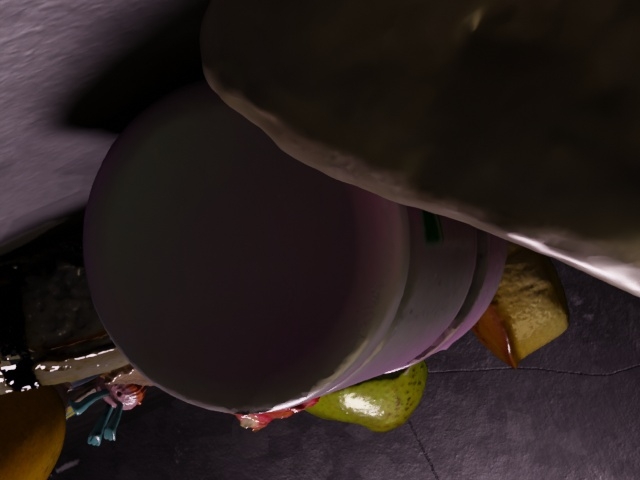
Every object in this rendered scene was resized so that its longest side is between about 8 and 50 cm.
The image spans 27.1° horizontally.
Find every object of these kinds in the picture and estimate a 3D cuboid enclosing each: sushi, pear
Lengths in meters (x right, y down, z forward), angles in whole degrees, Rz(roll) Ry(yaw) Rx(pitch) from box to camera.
[{"bbox_3d":[-0.244,0.076,1.065,0.273,0.109,0.134,-21,171,-25],"label":"sushi"},{"bbox_3d":[0.043,0.191,2.171,0.286,0.282,0.176,-25,-179,-5],"label":"pear"}]

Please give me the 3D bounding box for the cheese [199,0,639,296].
[{"bbox_3d":[0.073,-0.121,0.626,0.248,0.251,0.173,10,-167,9],"label":"cheese"}]

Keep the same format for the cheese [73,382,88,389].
[{"bbox_3d":[-0.391,0.220,1.898,0.086,0.036,0.162,-32,170,30],"label":"cheese"}]

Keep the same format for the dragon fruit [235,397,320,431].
[{"bbox_3d":[-0.054,0.143,1.856,0.268,0.210,0.205,-24,-147,14],"label":"dragon fruit"}]

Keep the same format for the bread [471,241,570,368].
[{"bbox_3d":[0.233,0.041,1.828,0.148,0.270,0.270,-31,172,3],"label":"bread"}]

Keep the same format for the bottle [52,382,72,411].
[{"bbox_3d":[-0.365,0.202,1.606,0.152,0.099,0.099,-25,173,26],"label":"bottle"}]

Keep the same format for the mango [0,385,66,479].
[{"bbox_3d":[-0.433,0.264,1.402,0.378,0.221,0.264,-33,172,-28],"label":"mango"}]

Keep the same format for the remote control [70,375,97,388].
[{"bbox_3d":[-0.256,0.119,1.593,0.107,0.044,0.377,-26,174,-28],"label":"remote control"}]

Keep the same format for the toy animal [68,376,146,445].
[{"bbox_3d":[-0.272,0.194,1.835,0.103,0.100,0.208,12,-147,20],"label":"toy animal"}]

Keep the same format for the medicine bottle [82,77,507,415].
[{"bbox_3d":[0.000,0.000,0.935,0.212,0.212,0.325,-27,171,19],"label":"medicine bottle"}]

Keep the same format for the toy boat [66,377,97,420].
[{"bbox_3d":[-0.392,0.244,1.984,0.084,0.066,0.210,11,-153,36],"label":"toy boat"}]

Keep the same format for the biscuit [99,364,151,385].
[{"bbox_3d":[-0.175,0.118,1.456,0.094,0.054,0.378,-25,173,-1],"label":"biscuit"}]
